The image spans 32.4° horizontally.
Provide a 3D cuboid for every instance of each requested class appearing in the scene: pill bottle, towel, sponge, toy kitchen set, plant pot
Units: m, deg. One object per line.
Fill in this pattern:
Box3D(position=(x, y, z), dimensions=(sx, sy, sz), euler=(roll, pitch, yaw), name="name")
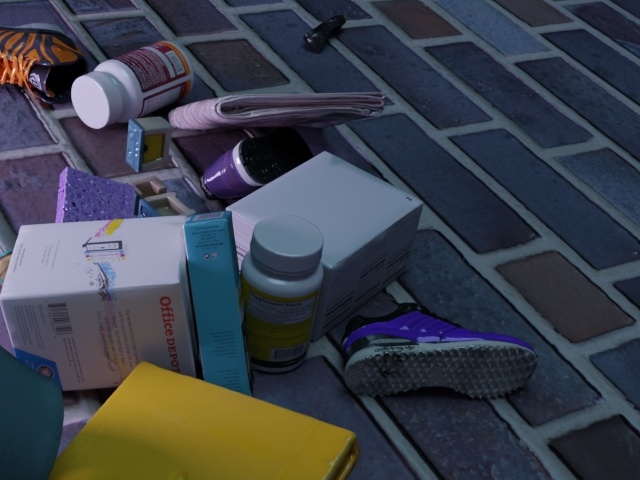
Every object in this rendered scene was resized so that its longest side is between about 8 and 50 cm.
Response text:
Box3D(position=(-0.060, 0.075, 1.567), dimensions=(0.119, 0.208, 0.119), euler=(8, 35, -5), name="pill bottle")
Box3D(position=(-0.087, -0.230, 1.993), dimensions=(0.317, 0.053, 0.332), euler=(-4, 3, -21), name="towel")
Box3D(position=(-0.343, -0.009, 1.672), dimensions=(0.117, 0.031, 0.210), euler=(18, 51, -29), name="sponge")
Box3D(position=(-0.255, -0.076, 1.761), dimensions=(0.122, 0.166, 0.207), euler=(-20, 45, -37), name="toy kitchen set")
Box3D(position=(-0.439, 0.202, 1.226), dimensions=(0.255, 0.271, 0.271), euler=(24, 25, -33), name="plant pot")
Box3D(position=(-0.353, -0.292, 2.079), dimensions=(0.121, 0.121, 0.221), euler=(30, 39, 25), name="pill bottle")

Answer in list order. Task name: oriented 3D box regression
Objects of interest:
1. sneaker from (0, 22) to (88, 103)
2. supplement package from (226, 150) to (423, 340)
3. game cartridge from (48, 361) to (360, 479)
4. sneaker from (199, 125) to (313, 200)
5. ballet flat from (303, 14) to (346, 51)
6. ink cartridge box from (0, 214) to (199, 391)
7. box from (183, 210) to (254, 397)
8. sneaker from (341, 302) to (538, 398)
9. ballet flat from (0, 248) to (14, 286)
Box3D(position=(-0.584, -0.331, 2.066), dimensions=(0.321, 0.124, 0.180), euler=(-16, 42, -33), name="sneaker")
Box3D(position=(0.000, 0.000, 1.746), dimensions=(0.204, 0.145, 0.262), euler=(29, 38, 24), name="supplement package")
Box3D(position=(-0.159, 0.290, 1.284), dimensions=(0.324, 0.052, 0.285), euler=(14, 45, 29), name="game cartridge")
Box3D(position=(-0.113, -0.127, 1.928), dimensions=(0.283, 0.124, 0.107), euler=(-11, 77, -62), name="sneaker")
Box3D(position=(0.013, -0.472, 2.511), dimensions=(0.049, 0.057, 0.173), euler=(55, 40, -9), name="ballet flat")
Box3D(position=(-0.286, 0.084, 1.489), dimensions=(0.233, 0.171, 0.168), euler=(-4, 35, -1), name="ink cartridge box")
Box3D(position=(-0.135, 0.088, 1.479), dimensions=(0.060, 0.244, 0.100), euler=(-7, 9, 0), name="box")
Box3D(position=(0.170, 0.147, 1.623), dimensions=(0.294, 0.102, 0.146), euler=(3, 35, -12), name="sneaker")
Box3D(position=(-0.401, 0.018, 1.690), dimensions=(0.073, 0.080, 0.232), euler=(49, 46, 4), name="ballet flat")
